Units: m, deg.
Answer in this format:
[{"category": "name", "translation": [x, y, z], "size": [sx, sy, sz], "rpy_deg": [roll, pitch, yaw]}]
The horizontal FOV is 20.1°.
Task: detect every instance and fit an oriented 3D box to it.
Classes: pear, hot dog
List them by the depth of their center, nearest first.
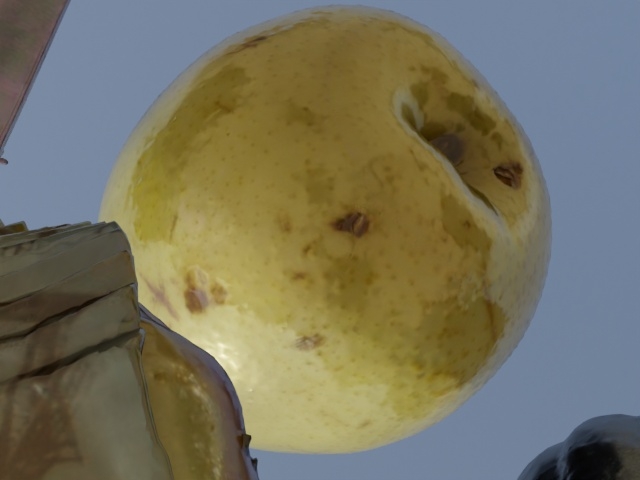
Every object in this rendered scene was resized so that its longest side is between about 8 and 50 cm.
[{"category": "hot dog", "translation": [-0.041, 0.118, 0.385], "size": [0.081, 0.162, 0.270], "rpy_deg": [-10, -97, -31]}, {"category": "pear", "translation": [0.000, 0.000, 1.226], "size": [0.309, 0.309, 0.309], "rpy_deg": [0, -125, 0]}]

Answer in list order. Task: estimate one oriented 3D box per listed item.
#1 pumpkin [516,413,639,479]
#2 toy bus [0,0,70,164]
[{"category": "pumpkin", "translation": [0.264, 0.278, 1.189], "size": [0.363, 0.363, 0.266], "rpy_deg": [-2, -153, -1]}, {"category": "toy bus", "translation": [-0.235, -0.138, 1.153], "size": [0.138, 0.112, 0.317], "rpy_deg": [24, -86, -11]}]
